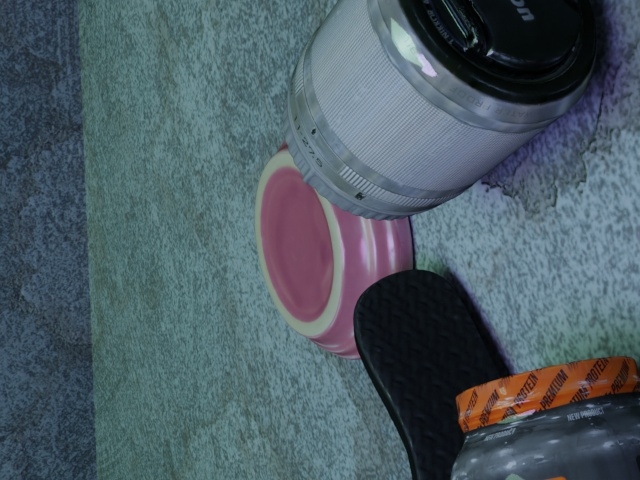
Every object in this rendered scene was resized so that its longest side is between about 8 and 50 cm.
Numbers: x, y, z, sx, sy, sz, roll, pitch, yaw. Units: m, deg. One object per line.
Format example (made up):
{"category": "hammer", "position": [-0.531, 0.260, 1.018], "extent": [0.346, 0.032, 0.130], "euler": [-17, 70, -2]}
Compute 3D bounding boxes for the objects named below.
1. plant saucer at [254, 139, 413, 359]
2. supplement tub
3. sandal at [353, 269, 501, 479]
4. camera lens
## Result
{"category": "plant saucer", "position": [0.000, 0.000, 1.323], "extent": [0.332, 0.084, 0.332], "euler": [27, 121, 57]}
{"category": "supplement tub", "position": [0.229, 0.280, 0.831], "extent": [0.207, 0.207, 0.338], "euler": [-42, 56, 58]}
{"category": "sandal", "position": [0.161, 0.239, 1.060], "extent": [0.107, 0.168, 0.445], "euler": [78, 175, -61]}
{"category": "camera lens", "position": [0.104, -0.159, 0.931], "extent": [0.274, 0.219, 0.219], "euler": [-43, 61, 58]}
